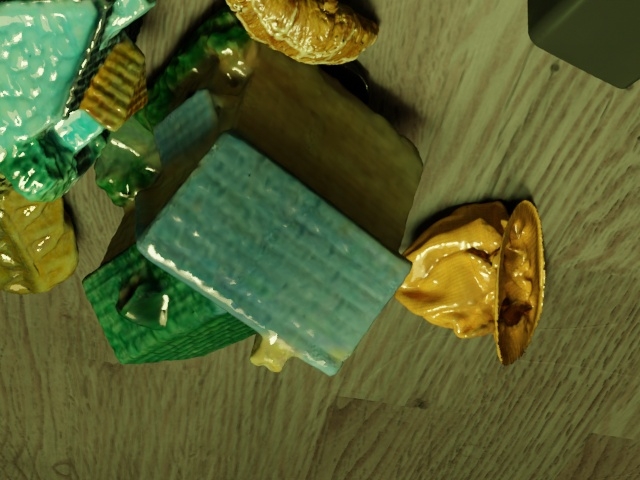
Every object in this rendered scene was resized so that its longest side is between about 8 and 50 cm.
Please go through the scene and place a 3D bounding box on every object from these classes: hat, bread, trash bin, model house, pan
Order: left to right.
[{"bbox_3d":[-0.442,-0.022,1.624,0.152,0.130,0.267,-7,142,1],"label":"bread"},{"bbox_3d":[-0.256,-0.211,1.245,0.241,0.261,0.226,-30,107,18],"label":"model house"},{"bbox_3d":[-0.128,-0.009,1.379,0.334,0.342,0.382,36,140,-24],"label":"model house"},{"bbox_3d":[-0.016,-0.240,1.260,0.105,0.076,0.233,14,-175,44],"label":"bread"},{"bbox_3d":[0.022,-0.159,1.449,0.115,0.040,0.212,-9,134,18],"label":"pan"},{"bbox_3d":[0.185,0.049,1.627,0.233,0.233,0.244,8,177,26],"label":"hat"},{"bbox_3d":[0.350,-0.283,1.194,0.165,0.115,0.225,21,144,-21],"label":"trash bin"}]
